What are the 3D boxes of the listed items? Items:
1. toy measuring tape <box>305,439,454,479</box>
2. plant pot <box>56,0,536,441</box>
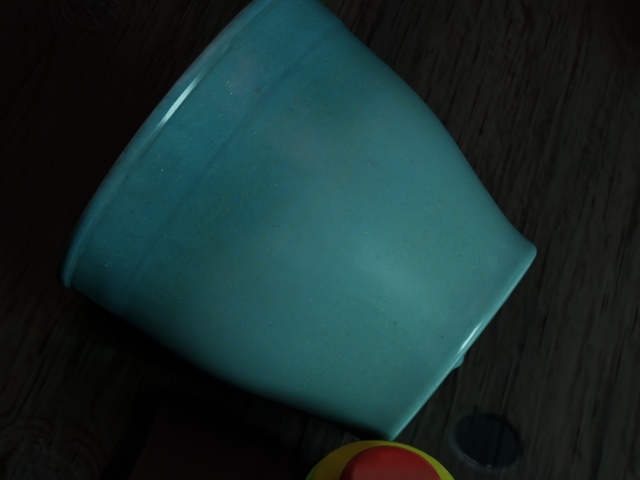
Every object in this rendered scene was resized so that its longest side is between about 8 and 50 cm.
[{"bbox_3d":[0.099,0.192,1.236,0.330,0.121,0.121,4,45,-11],"label":"toy measuring tape"},{"bbox_3d":[0.000,0.000,1.309,0.255,0.272,0.272,38,47,4],"label":"plant pot"}]
